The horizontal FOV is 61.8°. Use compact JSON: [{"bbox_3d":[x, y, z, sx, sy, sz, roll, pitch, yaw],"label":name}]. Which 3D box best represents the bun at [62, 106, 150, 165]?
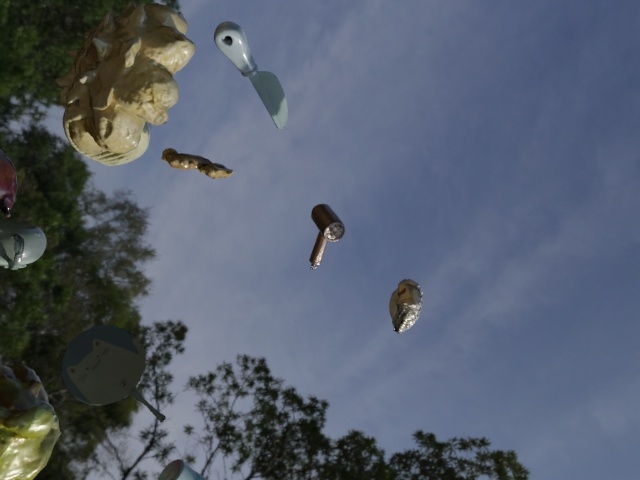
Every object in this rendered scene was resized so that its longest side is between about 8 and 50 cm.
[{"bbox_3d":[-0.605,-0.344,1.544,0.259,0.259,0.160,-23,-142,39],"label":"bun"}]

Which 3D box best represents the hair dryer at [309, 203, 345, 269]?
[{"bbox_3d":[0.000,0.000,1.456,0.117,0.064,0.181,55,-47,51],"label":"hair dryer"}]

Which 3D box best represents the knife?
[{"bbox_3d":[-0.146,-0.393,1.306,0.080,0.331,0.044,-14,-127,21],"label":"knife"}]

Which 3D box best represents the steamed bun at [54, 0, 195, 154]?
[{"bbox_3d":[-0.350,-0.282,0.897,0.292,0.137,0.295,-46,-133,19],"label":"steamed bun"}]

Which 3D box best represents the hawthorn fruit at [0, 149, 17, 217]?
[{"bbox_3d":[-0.718,-0.119,1.058,0.208,0.248,0.208,-53,-171,12],"label":"hawthorn fruit"}]

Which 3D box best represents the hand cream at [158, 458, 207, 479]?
[{"bbox_3d":[-0.171,0.399,0.802,0.047,0.174,0.076,-12,-149,42],"label":"hand cream"}]

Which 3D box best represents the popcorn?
[{"bbox_3d":[-0.705,0.408,1.122,0.335,0.274,0.279,45,-34,31],"label":"popcorn"}]

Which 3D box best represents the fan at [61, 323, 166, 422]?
[{"bbox_3d":[-0.287,0.199,0.766,0.113,0.175,0.005,-47,180,-16],"label":"fan"}]

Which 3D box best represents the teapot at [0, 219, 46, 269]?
[{"bbox_3d":[-0.908,0.012,1.557,0.294,0.193,0.129,18,-82,49],"label":"teapot"}]

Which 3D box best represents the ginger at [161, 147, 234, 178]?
[{"bbox_3d":[-0.342,-0.210,1.523,0.193,0.176,0.052,31,-75,40],"label":"ginger"}]

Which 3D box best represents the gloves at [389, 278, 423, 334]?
[{"bbox_3d":[0.216,0.176,1.359,0.153,0.070,0.114,107,-13,-49],"label":"gloves"}]
